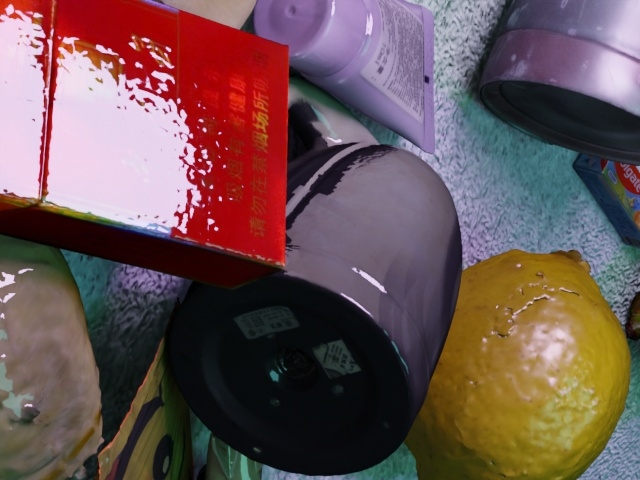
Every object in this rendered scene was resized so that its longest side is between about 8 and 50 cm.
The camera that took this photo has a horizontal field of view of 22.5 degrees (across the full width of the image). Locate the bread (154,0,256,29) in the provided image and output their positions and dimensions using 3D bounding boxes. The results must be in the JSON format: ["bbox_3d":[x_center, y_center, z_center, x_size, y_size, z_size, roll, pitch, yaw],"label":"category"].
[{"bbox_3d":[-0.089,-0.258,1.391,0.178,0.060,0.139,-57,138,-15],"label":"bread"}]

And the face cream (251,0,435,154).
[{"bbox_3d":[0.046,-0.184,1.540,0.274,0.096,0.154,18,67,-56],"label":"face cream"}]

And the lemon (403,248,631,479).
[{"bbox_3d":[0.209,0.148,1.737,0.310,0.253,0.253,-56,138,-12],"label":"lemon"}]

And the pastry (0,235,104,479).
[{"bbox_3d":[-0.278,0.113,1.254,0.237,0.170,0.256,-28,133,-28],"label":"pastry"}]

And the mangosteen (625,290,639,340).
[{"bbox_3d":[0.511,0.100,2.096,0.216,0.216,0.216,-21,120,-41],"label":"mangosteen"}]

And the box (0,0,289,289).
[{"bbox_3d":[-0.172,-0.093,1.238,0.313,0.089,0.197,14,67,-34],"label":"box"}]

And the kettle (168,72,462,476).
[{"bbox_3d":[0.000,0.000,1.489,0.321,0.228,0.324,54,35,-17],"label":"kettle"}]

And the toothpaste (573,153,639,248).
[{"bbox_3d":[0.380,-0.065,1.991,0.070,0.044,0.193,-59,138,-14],"label":"toothpaste"}]

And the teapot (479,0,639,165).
[{"bbox_3d":[0.335,-0.251,1.760,0.315,0.233,0.312,59,52,-76],"label":"teapot"}]

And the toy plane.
[{"bbox_3d":[-0.083,0.279,1.555,0.242,0.104,0.256,-62,160,-68],"label":"toy plane"}]

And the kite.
[{"bbox_3d":[-0.153,0.239,1.446,0.327,0.013,0.377,29,69,-77],"label":"kite"}]
